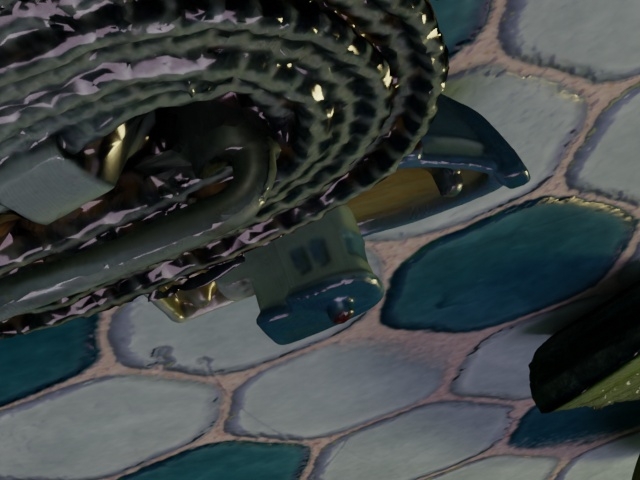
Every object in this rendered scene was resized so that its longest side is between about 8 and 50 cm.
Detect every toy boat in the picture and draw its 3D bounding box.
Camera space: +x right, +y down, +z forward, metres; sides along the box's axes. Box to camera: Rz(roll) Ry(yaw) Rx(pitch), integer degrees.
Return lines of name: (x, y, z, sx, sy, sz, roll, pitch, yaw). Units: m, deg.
toy boat: (0.000, 0.000, 0.765, 0.215, 0.102, 0.088, -22, 155, 8)

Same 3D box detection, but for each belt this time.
belt: (-0.107, -0.055, 0.527, 0.295, 0.160, 0.207, -19, 153, 0)

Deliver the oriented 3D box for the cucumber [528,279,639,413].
cucumber: (0.216, 0.070, 1.073, 0.116, 0.062, 0.115, 1, 150, -46)

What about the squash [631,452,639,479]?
squash: (0.367, 0.209, 1.271, 0.233, 0.210, 0.309, -1, 147, -2)
